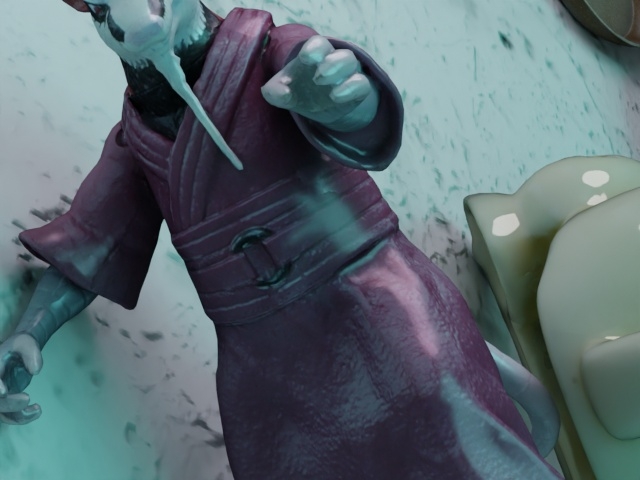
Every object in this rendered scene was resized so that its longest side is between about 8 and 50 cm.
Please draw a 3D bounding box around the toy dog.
[{"bbox_3d":[0.312,0.006,1.073,0.395,0.408,0.284,72,-3,-72],"label":"toy dog"}]

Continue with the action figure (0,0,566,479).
[{"bbox_3d":[0.000,0.000,0.889,0.276,0.248,0.370,-35,100,-56],"label":"action figure"}]

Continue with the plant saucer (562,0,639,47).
[{"bbox_3d":[0.217,-0.226,1.516,0.168,0.029,0.168,32,46,-40],"label":"plant saucer"}]
